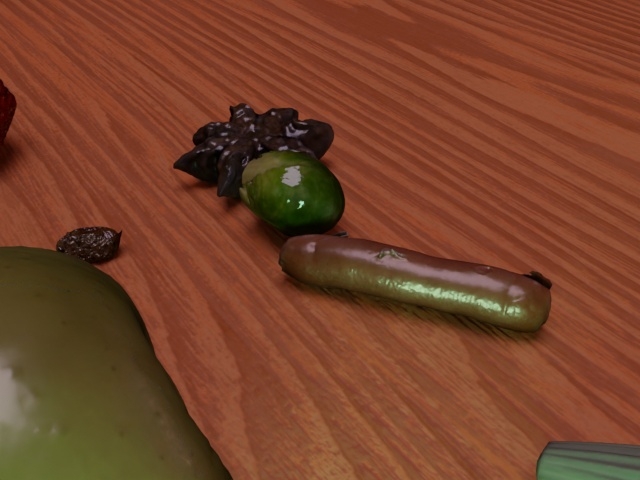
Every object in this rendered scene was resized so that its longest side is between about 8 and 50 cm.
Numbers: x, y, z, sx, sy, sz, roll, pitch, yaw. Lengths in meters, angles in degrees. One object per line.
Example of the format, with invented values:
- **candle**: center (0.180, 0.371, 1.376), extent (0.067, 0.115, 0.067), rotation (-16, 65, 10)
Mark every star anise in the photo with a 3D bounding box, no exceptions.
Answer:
- **star anise**: center (-0.123, -0.170, 1.375), extent (0.315, 0.108, 0.315), rotation (0, 36, 0)

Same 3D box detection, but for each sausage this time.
- **sausage**: center (0.138, 0.057, 1.100), extent (0.419, 0.094, 0.094), rotation (12, 19, 15)

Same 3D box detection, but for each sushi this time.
- **sushi**: center (-0.391, 0.011, 1.198), extent (0.120, 0.052, 0.055), rotation (-4, 24, -8)

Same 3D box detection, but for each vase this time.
- **vase**: center (0.369, 0.286, 0.795), extent (0.248, 0.128, 0.128), rotation (9, 39, 26)

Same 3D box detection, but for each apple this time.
- **apple**: center (-0.294, 0.239, 0.611), extent (0.474, 0.473, 0.473), rotation (0, 39, 0)

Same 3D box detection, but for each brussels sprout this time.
- **brussels sprout**: center (-0.045, -0.083, 1.211), extent (0.181, 0.143, 0.161), rotation (14, 32, 5)

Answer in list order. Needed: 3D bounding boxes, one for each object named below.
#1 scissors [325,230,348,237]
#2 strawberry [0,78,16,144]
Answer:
- **scissors**: center (0.000, 0.000, 1.223), extent (0.119, 0.058, 0.014), rotation (-15, 77, -37)
- **strawberry**: center (-0.718, -0.225, 1.363), extent (0.257, 0.257, 0.276), rotation (-4, 72, -5)
